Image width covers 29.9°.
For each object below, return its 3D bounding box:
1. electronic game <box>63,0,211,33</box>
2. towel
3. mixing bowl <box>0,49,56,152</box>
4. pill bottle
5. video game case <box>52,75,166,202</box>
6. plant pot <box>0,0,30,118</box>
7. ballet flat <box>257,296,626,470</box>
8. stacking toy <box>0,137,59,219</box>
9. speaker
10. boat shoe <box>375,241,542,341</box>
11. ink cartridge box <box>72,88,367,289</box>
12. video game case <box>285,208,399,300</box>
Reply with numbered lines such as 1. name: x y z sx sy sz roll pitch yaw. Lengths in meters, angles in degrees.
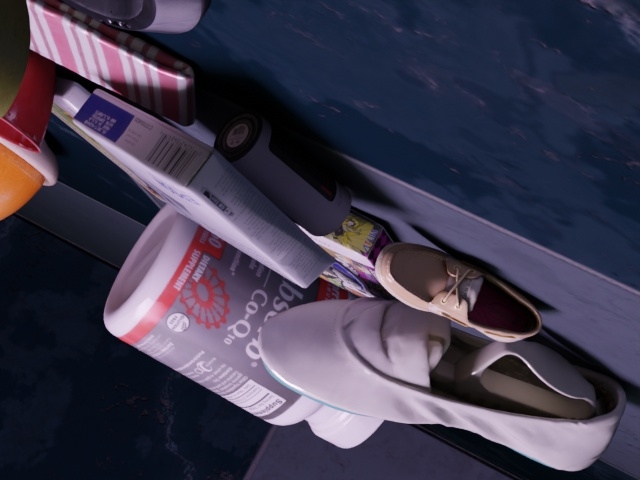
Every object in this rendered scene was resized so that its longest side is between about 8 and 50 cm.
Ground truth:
1. electronic game: -0.159 -0.205 0.701 0.229 0.048 0.229 34 165 10
2. towel: -0.194 -0.169 1.044 0.197 0.029 0.144 27 170 -1
3. mixing bowl: -0.327 -0.173 1.163 0.181 0.098 0.181 28 171 5
4. pill bottle: -0.077 0.110 1.554 0.363 0.210 0.210 32 169 -18
5. video game case: -0.215 -0.102 1.310 0.227 0.026 0.206 40 172 -28
6. plant pot: -0.283 -0.143 0.636 0.276 0.276 0.254 27 175 12
7. ballet flat: 0.138 0.128 1.241 0.400 0.139 0.139 20 172 -13
8. stacking toy: -0.628 -0.009 1.704 0.350 0.480 0.350 28 170 5
9. speaker: -0.031 -0.057 1.055 0.055 0.055 0.136 18 165 46
10. boat shoe: 0.133 0.046 1.110 0.170 0.063 0.059 23 170 -19
11. ink cartridge box: -0.092 -0.033 1.074 0.224 0.045 0.223 41 173 -39
12. video game case: 0.000 0.000 1.281 0.210 0.042 0.232 26 169 24
